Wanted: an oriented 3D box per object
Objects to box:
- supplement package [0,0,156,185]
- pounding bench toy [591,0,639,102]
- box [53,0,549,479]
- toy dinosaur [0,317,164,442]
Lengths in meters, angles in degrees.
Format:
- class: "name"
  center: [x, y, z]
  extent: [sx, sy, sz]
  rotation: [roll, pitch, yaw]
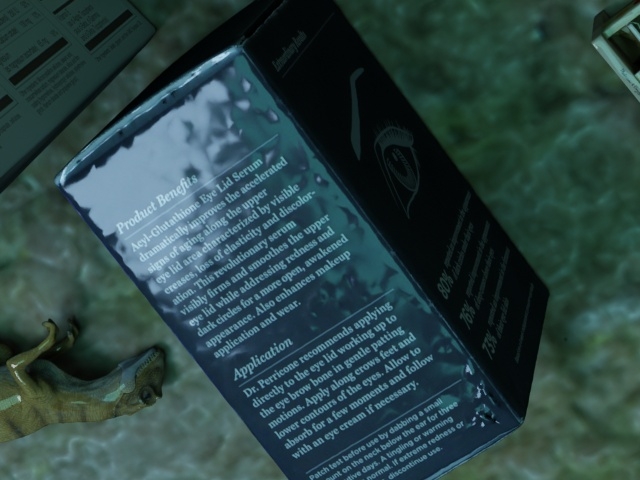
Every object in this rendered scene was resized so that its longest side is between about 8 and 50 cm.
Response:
- class: "supplement package"
  center: [-0.220, -0.045, 0.790]
  extent: [0.145, 0.262, 0.204]
  rotation: [45, 111, -7]
- class: "pounding bench toy"
  center: [0.154, -0.106, 0.809]
  extent: [0.065, 0.052, 0.083]
  rotation: [-38, 99, 21]
- class: "box"
  center: [0.000, 0.000, 0.824]
  extent: [0.108, 0.153, 0.207]
  rotation: [-34, 99, 21]
- class: "toy dinosaur"
  center: [-0.188, 0.083, 0.939]
  extent: [0.212, 0.064, 0.112]
  rotation: [-14, 108, 16]
